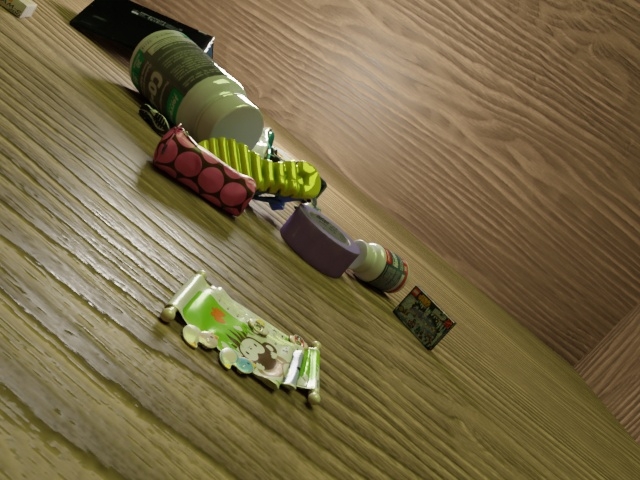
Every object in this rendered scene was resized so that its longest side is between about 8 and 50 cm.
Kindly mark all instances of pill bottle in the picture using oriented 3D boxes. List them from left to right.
[{"bbox_3d":[-0.320,-0.372,1.334,0.361,0.204,0.204,45,13,25],"label":"pill bottle"},{"bbox_3d":[0.148,0.067,1.372,0.180,0.108,0.108,28,17,-42],"label":"pill bottle"}]

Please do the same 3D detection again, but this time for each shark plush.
[{"bbox_3d":[-0.022,-0.063,1.540,0.161,0.073,0.067,57,13,-53],"label":"shark plush"}]

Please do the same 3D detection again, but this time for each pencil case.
[{"bbox_3d":[-0.225,-0.138,1.023,0.209,0.098,0.095,33,20,-28],"label":"pencil case"}]

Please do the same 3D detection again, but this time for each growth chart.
[{"bbox_3d":[-0.090,0.125,0.664,0.237,0.021,0.172,35,14,-15],"label":"growth chart"}]

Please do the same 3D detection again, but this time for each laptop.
[{"bbox_3d":[-0.587,-0.656,1.774,0.381,0.236,0.408,20,44,-10],"label":"laptop"}]

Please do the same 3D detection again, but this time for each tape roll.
[{"bbox_3d":[0.000,0.000,1.240,0.189,0.080,0.189,37,13,-10],"label":"tape roll"}]

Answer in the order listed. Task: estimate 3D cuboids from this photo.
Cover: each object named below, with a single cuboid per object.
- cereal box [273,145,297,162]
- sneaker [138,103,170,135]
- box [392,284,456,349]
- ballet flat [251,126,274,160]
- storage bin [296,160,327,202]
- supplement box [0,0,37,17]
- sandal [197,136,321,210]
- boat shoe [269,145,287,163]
[{"bbox_3d":[-0.132,-0.300,2.001,0.173,0.047,0.240,42,12,13],"label":"cereal box"},{"bbox_3d":[-0.385,-0.285,1.220,0.109,0.040,0.043,45,11,24],"label":"sneaker"},{"bbox_3d":[0.257,0.191,1.278,0.137,0.094,0.027,47,14,33],"label":"box"},{"bbox_3d":[-0.214,-0.286,1.569,0.139,0.139,0.400,36,13,-14],"label":"ballet flat"},{"bbox_3d":[-0.058,-0.184,1.738,0.135,0.098,0.091,39,-16,0],"label":"storage bin"},{"bbox_3d":[-0.729,-0.570,1.231,0.062,0.036,0.098,34,13,-25],"label":"supplement box"},{"bbox_3d":[-0.162,-0.140,1.207,0.317,0.138,0.126,16,61,-28],"label":"sandal"},{"bbox_3d":[-0.181,-0.304,1.815,0.219,0.070,0.078,39,12,-1],"label":"boat shoe"}]
